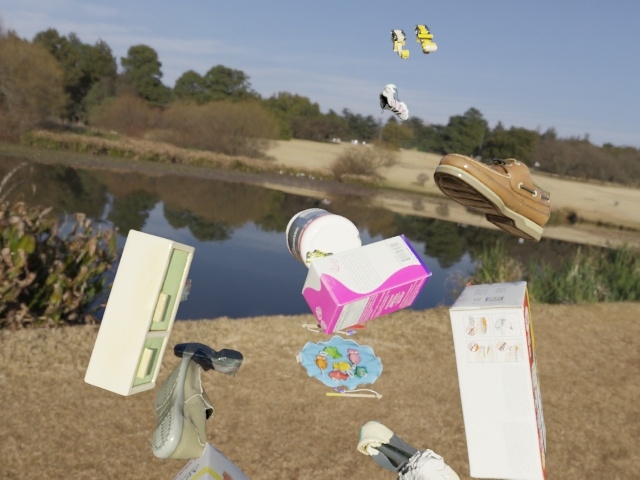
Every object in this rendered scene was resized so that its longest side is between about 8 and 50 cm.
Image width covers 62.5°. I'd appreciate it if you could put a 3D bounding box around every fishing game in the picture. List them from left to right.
[{"bbox_3d":[0.041,0.277,1.165,0.189,0.264,0.041,0,41,13],"label":"fishing game"}]

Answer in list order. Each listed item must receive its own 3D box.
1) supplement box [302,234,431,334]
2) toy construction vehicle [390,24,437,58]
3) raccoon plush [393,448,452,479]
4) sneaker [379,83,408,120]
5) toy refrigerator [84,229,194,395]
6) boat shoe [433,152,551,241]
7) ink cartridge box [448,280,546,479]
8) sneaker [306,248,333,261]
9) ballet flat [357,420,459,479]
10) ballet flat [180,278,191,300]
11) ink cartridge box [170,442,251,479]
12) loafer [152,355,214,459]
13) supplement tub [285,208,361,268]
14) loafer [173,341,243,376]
[{"bbox_3d":[0.090,0.086,1.053,0.219,0.114,0.111,-14,55,-27],"label":"supplement box"},{"bbox_3d":[0.188,-0.400,1.070,0.085,0.035,0.098,-6,48,-12],"label":"toy construction vehicle"},{"bbox_3d":[0.085,0.620,1.077,0.216,0.446,0.299,50,-15,-3],"label":"raccoon plush"},{"bbox_3d":[0.172,-0.323,1.287,0.038,0.098,0.069,-8,33,53],"label":"sneaker"},{"bbox_3d":[-0.314,0.127,0.943,0.094,0.270,0.102,15,-6,11],"label":"toy refrigerator"},{"bbox_3d":[0.315,-0.099,0.951,0.307,0.105,0.110,25,-1,-42],"label":"boat shoe"},{"bbox_3d":[0.351,0.245,1.022,0.130,0.310,0.272,-7,6,23],"label":"ink cartridge box"},{"bbox_3d":[-0.002,0.040,1.527,0.083,0.035,0.031,-11,0,-20],"label":"sneaker"},{"bbox_3d":[0.190,0.498,1.171,0.248,0.086,0.086,29,13,11],"label":"ballet flat"},{"bbox_3d":[-0.391,0.071,1.401,0.091,0.077,0.241,21,19,-42],"label":"ballet flat"},{"bbox_3d":[-0.271,0.613,1.036,0.160,0.279,0.384,46,-8,-6],"label":"ink cartridge box"},{"bbox_3d":[-0.247,0.309,0.967,0.087,0.094,0.251,35,14,-21],"label":"loafer"},{"bbox_3d":[0.000,0.000,1.682,0.191,0.191,0.272,7,7,-18],"label":"supplement tub"},{"bbox_3d":[-0.276,0.293,1.285,0.169,0.061,0.062,15,14,-9],"label":"loafer"}]
